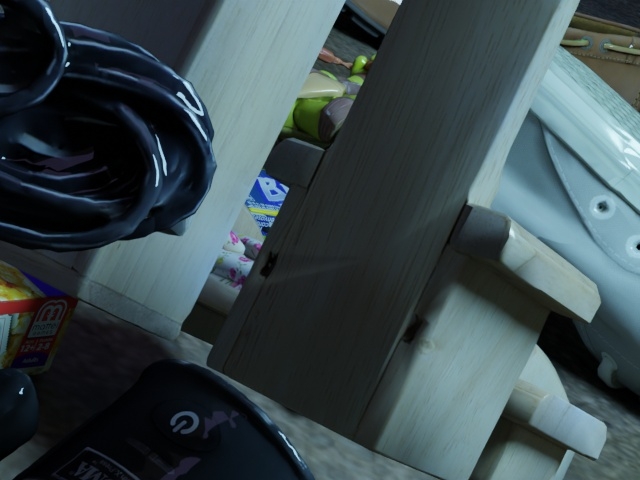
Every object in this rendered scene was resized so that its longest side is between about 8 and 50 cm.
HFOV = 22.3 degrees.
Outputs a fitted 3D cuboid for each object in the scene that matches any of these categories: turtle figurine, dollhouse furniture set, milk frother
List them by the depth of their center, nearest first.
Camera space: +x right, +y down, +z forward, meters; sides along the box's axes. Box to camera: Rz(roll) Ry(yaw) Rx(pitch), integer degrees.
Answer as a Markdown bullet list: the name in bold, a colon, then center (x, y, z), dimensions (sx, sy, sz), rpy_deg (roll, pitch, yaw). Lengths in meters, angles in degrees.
- **milk frother**: center (-0.077, 0.123, 0.484), dimensions (0.129, 0.143, 0.135), rpy_deg (18, 45, 43)
- **dollhouse furniture set**: center (0.042, -0.013, 0.604), dimensions (0.303, 0.174, 0.355), rpy_deg (23, -5, 39)
- **turtle figurine**: center (-0.015, -0.091, 1.096), dimensions (0.217, 0.087, 0.269), rpy_deg (20, 14, 39)

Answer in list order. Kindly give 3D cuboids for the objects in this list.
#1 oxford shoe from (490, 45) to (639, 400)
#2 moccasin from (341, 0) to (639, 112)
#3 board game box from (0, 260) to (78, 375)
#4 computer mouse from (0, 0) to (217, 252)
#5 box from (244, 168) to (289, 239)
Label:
- **oxford shoe**: center (0.244, 0.062, 1.002), dimensions (0.449, 0.130, 0.169), rpy_deg (45, 16, 8)
- **moccasin**: center (0.161, -0.227, 1.579), dimensions (0.380, 0.147, 0.139), rpy_deg (23, 20, -9)
- **board game box**: center (-0.217, 0.007, 0.661), dimensions (0.147, 0.045, 0.193), rpy_deg (36, 22, 28)
- **computer mouse**: center (-0.138, 0.068, 0.358), dimensions (0.188, 0.272, 0.072), rpy_deg (14, -12, -17)
- **box**: center (0.000, 0.000, 0.938), dimensions (0.169, 0.054, 0.059), rpy_deg (9, 26, -41)
